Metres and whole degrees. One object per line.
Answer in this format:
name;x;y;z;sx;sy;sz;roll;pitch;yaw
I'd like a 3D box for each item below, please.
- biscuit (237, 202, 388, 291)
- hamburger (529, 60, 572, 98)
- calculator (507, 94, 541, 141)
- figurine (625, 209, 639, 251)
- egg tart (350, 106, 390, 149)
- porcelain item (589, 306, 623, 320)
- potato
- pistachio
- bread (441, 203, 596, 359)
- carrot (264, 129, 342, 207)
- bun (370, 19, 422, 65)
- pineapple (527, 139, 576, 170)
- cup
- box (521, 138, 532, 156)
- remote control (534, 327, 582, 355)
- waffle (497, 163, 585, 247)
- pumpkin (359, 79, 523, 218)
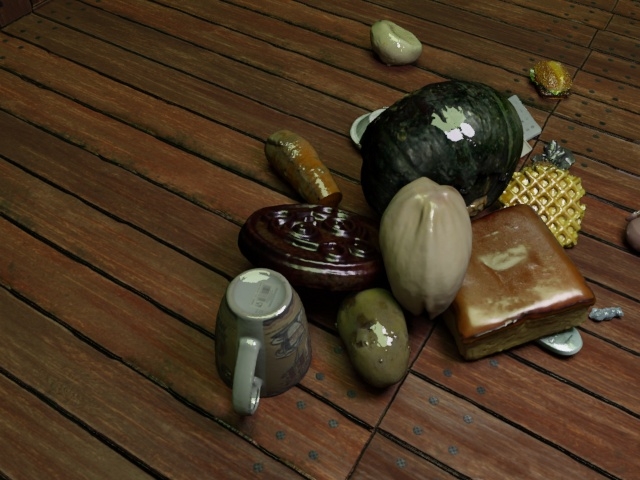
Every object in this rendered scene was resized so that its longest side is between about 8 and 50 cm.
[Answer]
biscuit;0.000;0.000;1.542;0.407;0.091;0.407;10;22;-4
hamburger;0.819;-0.574;2.193;0.137;0.087;0.166;-3;49;-4
calculator;0.586;-0.363;2.002;0.261;0.021;0.161;-30;83;-25
figurine;0.900;-0.023;1.687;0.125;0.125;0.138;-25;67;-22
egg tart;0.211;-0.351;1.972;0.234;0.094;0.234;2;47;-2
porcelain item;0.719;0.186;1.559;0.083;0.028;0.036;-5;32;-5
potato;0.128;0.213;1.425;0.165;0.165;0.262;-10;43;-11
pistachio;0.236;0.022;1.401;0.208;0.332;0.226;-3;8;-3
bread;0.436;0.097;1.512;0.323;0.143;0.333;-20;50;-1
carrot;-0.050;-0.210;1.818;0.138;0.139;0.302;-27;62;-24
bun;0.268;-0.718;2.286;0.222;0.127;0.222;23;30;-14
pineapple;0.688;-0.219;1.871;0.111;0.119;0.237;-18;24;46
cup;-0.143;0.220;1.348;0.227;0.257;0.301;7;51;7
box;0.567;-0.280;1.935;0.198;0.029;0.109;-34;84;-27
remote control;0.526;0.196;1.531;0.097;0.045;0.256;-38;57;-21
waffle;0.617;-0.093;1.724;0.245;0.052;0.254;7;81;2
pumpkin;0.316;-0.208;1.622;0.454;0.454;0.344;-16;70;-16
